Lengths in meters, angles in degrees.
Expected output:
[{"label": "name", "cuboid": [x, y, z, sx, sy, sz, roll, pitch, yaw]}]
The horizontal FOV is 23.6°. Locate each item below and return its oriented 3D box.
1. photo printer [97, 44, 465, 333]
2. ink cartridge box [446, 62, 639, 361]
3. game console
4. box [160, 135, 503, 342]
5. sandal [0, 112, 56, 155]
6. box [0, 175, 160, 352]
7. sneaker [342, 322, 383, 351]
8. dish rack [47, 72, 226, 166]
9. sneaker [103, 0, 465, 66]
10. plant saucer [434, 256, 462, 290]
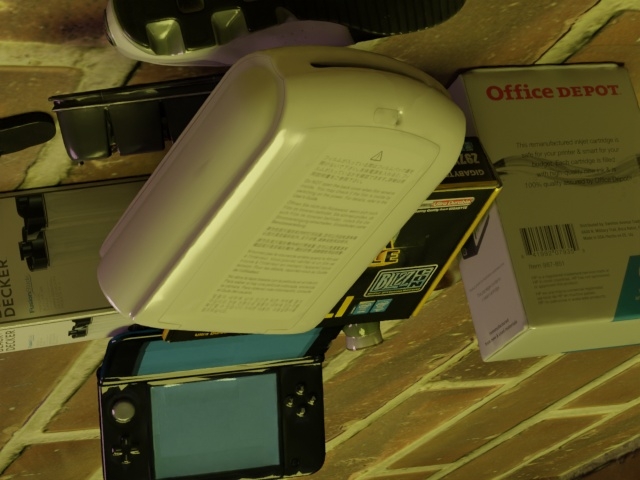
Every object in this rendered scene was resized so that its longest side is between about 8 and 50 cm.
[{"label": "photo printer", "cuboid": [-0.027, -0.047, 1.395, 0.256, 0.107, 0.307, 5, 134, -45]}, {"label": "ink cartridge box", "cuboid": [0.268, -0.034, 1.740, 0.223, 0.307, 0.129, -5, 160, -22]}, {"label": "game console", "cuboid": [-0.119, 0.204, 1.883, 0.293, 0.250, 0.173, -5, -169, -14]}, {"label": "box", "cuboid": [0.000, 0.000, 1.659, 0.322, 0.079, 0.257, -4, 147, -27]}, {"label": "sandal", "cuboid": [-0.362, -0.090, 1.590, 0.179, 0.040, 0.067, -14, 160, 1]}, {"label": "box", "cuboid": [-0.260, 0.024, 1.773, 0.290, 0.169, 0.087, -7, 159, -14]}, {"label": "sneaker", "cuboid": [0.040, 0.072, 1.949, 0.064, 0.086, 0.192, -14, -165, -4]}, {"label": "dish rack", "cuboid": [-0.147, -0.126, 1.522, 0.208, 0.074, 0.271, -6, -173, -1]}, {"label": "sneaker", "cuboid": [-0.035, -0.220, 1.375, 0.330, 0.122, 0.146, -7, 176, -16]}, {"label": "plant saucer", "cuboid": [0.052, 0.010, 1.923, 0.310, 0.050, 0.310, 10, 166, 3]}]
